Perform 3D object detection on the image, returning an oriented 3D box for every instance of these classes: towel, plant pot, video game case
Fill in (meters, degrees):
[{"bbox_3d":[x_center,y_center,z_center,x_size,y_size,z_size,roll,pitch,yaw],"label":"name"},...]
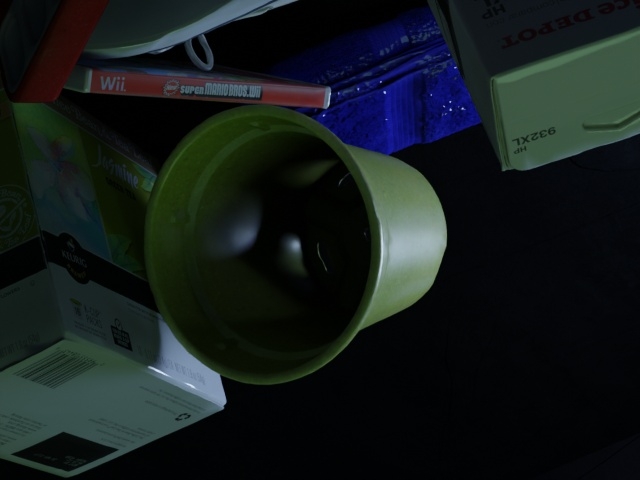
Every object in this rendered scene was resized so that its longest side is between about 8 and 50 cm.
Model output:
[{"bbox_3d":[0.064,-0.150,1.892,0.308,0.076,0.228,-22,149,-6],"label":"towel"},{"bbox_3d":[0.000,0.000,1.786,0.276,0.276,0.254,-33,166,27],"label":"plant pot"},{"bbox_3d":[-0.161,-0.159,1.657,0.285,0.025,0.204,0,-169,-41],"label":"video game case"}]

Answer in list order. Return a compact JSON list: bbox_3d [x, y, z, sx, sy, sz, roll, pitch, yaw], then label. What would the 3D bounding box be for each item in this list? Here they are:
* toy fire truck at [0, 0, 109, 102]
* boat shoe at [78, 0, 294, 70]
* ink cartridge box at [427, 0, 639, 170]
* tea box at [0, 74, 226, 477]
[{"bbox_3d":[-0.194,-0.280,1.288,0.169,0.254,0.302,-1,150,-33],"label":"toy fire truck"},{"bbox_3d":[-0.104,-0.243,1.597,0.367,0.136,0.156,-23,165,-8],"label":"boat shoe"},{"bbox_3d":[0.219,-0.238,1.571,0.223,0.307,0.129,-18,139,0],"label":"ink cartridge box"},{"bbox_3d":[-0.298,0.039,1.774,0.220,0.323,0.329,-26,155,16],"label":"tea box"}]
